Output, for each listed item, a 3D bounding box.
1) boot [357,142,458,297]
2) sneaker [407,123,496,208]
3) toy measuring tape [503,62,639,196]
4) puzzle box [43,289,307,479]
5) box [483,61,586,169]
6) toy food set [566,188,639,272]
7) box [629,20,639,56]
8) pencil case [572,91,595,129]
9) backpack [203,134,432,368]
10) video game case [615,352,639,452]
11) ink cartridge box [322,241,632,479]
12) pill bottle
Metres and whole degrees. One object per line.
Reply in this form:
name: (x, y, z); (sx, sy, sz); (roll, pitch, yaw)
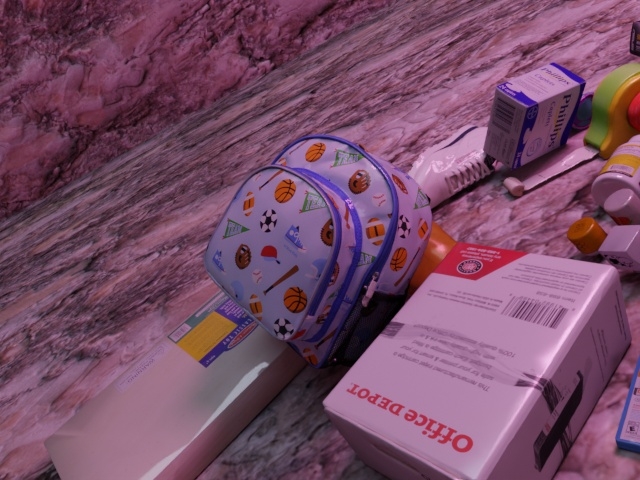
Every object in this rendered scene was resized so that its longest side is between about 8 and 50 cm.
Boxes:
boot: (0.106, -0.035, 0.838); (0.104, 0.211, 0.295); (-38, 29, -13)
sneaker: (0.245, -0.129, 1.005); (0.235, 0.090, 0.095); (-43, 40, -21)
toy measuring tape: (0.434, -0.189, 0.893); (0.330, 0.121, 0.121); (-27, 28, 5)
puzzle box: (-0.201, 0.226, 0.861); (0.409, 0.052, 0.272); (-42, 30, -22)
box: (0.351, -0.205, 0.937); (0.137, 0.126, 0.072); (-27, 50, -21)
toy food set: (0.412, 0.003, 0.654); (0.111, 0.104, 0.232); (-52, 15, -13)
box: (0.627, -0.309, 0.867); (0.231, 0.056, 0.183); (-1, 24, 9)
pencil case: (0.440, -0.249, 1.036); (0.070, 0.064, 0.151); (-44, 28, 6)
backpack: (0.000, 0.000, 0.726); (0.277, 0.213, 0.263); (35, 97, 30)
video game case: (0.361, 0.136, 0.532); (0.119, 0.015, 0.166); (0, 40, 44)
ink cartridge box: (0.167, 0.138, 0.601); (0.273, 0.114, 0.197); (-43, 32, -26)
pill bottle: (0.433, -0.097, 0.794); (0.065, 0.065, 0.116); (9, 46, 49)
